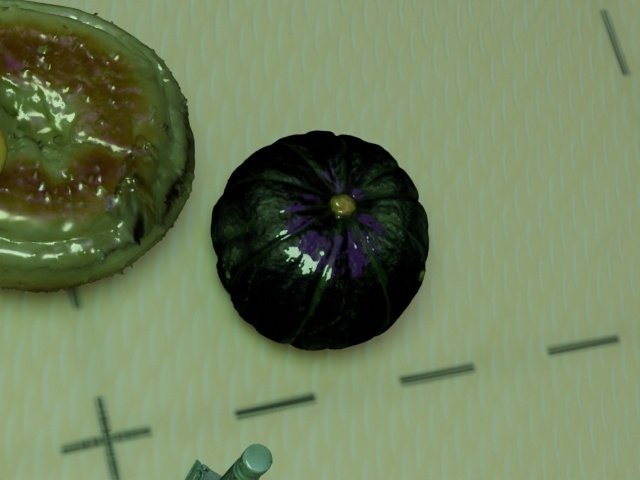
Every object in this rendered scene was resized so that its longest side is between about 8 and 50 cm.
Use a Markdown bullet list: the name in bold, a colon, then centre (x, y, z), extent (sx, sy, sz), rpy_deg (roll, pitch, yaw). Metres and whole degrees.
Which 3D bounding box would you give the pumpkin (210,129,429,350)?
- **pumpkin**: centre (0.000, 0.000, 1.575), extent (0.221, 0.162, 0.220), rpy_deg (8, 61, -15)

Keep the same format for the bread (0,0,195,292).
- **bread**: centre (-0.271, -0.082, 1.507), extent (0.306, 0.159, 0.305), rpy_deg (9, 62, -17)

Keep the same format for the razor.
- **razor**: centre (-0.082, 0.224, 1.409), extent (0.068, 0.232, 0.106), rpy_deg (31, 62, -3)

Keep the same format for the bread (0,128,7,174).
- **bread**: centre (-0.382, -0.015, 1.363), extent (0.142, 0.305, 0.091), rpy_deg (40, 34, -3)
